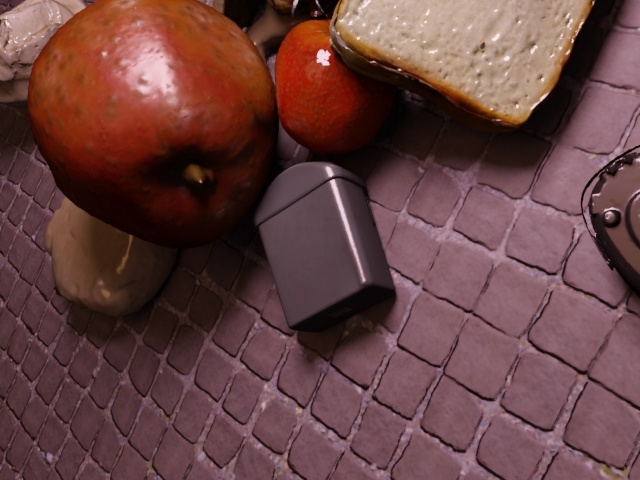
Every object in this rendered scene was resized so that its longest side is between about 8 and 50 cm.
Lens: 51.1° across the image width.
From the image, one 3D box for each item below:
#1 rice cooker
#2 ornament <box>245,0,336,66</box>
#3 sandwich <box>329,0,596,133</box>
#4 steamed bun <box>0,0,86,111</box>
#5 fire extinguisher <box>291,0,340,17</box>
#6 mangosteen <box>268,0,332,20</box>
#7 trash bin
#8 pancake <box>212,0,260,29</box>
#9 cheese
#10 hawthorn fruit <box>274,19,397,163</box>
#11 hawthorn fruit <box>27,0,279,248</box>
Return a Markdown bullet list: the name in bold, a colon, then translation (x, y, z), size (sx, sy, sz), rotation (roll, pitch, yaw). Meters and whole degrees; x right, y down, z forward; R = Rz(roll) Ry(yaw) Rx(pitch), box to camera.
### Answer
- **rice cooker**: translation (0.367, -0.012, 0.710), size (0.142, 0.118, 0.203), rotation (-40, 60, 22)
- **ornament**: translation (-0.057, -0.405, 1.187), size (0.245, 0.061, 0.230), rotation (-3, 77, 34)
- **sandwich**: translation (0.186, -0.300, 0.856), size (0.301, 0.099, 0.271), rotation (27, 97, 0)
- **steamed bun**: translation (-0.665, -0.414, 1.550), size (0.347, 0.237, 0.394), rotation (-30, 27, 3)
- **fire extinguisher**: translation (0.108, -0.388, 0.956), size (0.311, 0.095, 0.114), rotation (-5, 92, 8)
- **mangosteen**: translation (-0.027, -0.443, 1.055), size (0.200, 0.200, 0.199), rotation (-12, 70, 35)
- **trash bin**: translation (0.000, 0.000, 1.004), size (0.177, 0.101, 0.236), rotation (-30, 62, 26)
- **pancake**: translation (-0.135, -0.454, 1.176), size (0.042, 0.222, 0.236), rotation (23, 62, 5)
- **cheese**: translation (-0.414, -0.006, 1.316), size (0.326, 0.115, 0.317), rotation (-8, 72, 37)
- **hawthorn fruit**: translation (0.011, -0.208, 1.005), size (0.196, 0.197, 0.225), rotation (39, 122, 38)
- **hawthorn fruit**: translation (-0.238, -0.174, 1.032), size (0.403, 0.403, 0.402), rotation (-12, 70, 35)
